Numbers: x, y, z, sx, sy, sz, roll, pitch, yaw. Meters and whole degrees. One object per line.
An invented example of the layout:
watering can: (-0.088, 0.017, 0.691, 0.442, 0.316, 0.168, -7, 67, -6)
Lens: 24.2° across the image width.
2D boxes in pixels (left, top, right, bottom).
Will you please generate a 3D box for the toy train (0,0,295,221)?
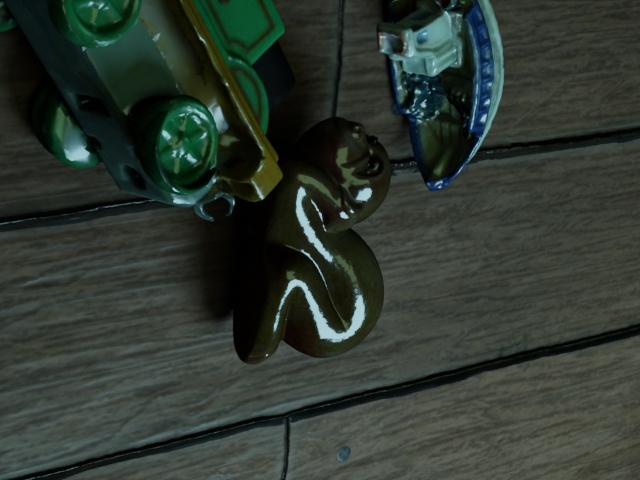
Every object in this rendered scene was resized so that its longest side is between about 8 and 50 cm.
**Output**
toy train: (-0.145, -0.204, 1.255, 0.249, 0.178, 0.429, -49, 131, -26)

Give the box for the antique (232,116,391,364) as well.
antique: (0.000, 0.000, 1.457, 0.143, 0.121, 0.256, 0, 110, -17)

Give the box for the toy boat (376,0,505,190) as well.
toy boat: (0.112, -0.170, 1.491, 0.115, 0.114, 0.262, -40, 133, -34)
